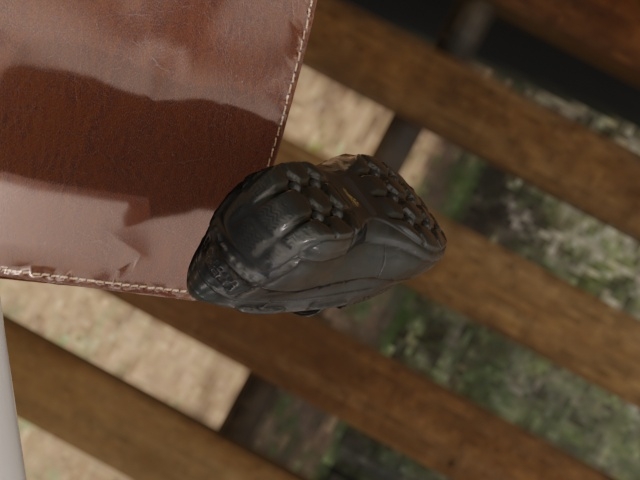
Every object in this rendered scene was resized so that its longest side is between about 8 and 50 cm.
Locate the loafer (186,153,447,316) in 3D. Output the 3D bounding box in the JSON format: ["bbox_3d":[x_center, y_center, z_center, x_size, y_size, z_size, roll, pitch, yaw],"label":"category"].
[{"bbox_3d":[0.000,0.000,0.962,0.078,0.076,0.223,-40,165,21],"label":"loafer"}]

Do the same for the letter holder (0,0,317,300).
[{"bbox_3d":[-0.131,-0.135,1.040,0.152,0.214,0.301,26,-75,56],"label":"letter holder"}]

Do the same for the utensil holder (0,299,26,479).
[{"bbox_3d":[-0.273,0.054,0.668,0.327,0.328,0.385,-47,132,-78],"label":"utensil holder"}]
